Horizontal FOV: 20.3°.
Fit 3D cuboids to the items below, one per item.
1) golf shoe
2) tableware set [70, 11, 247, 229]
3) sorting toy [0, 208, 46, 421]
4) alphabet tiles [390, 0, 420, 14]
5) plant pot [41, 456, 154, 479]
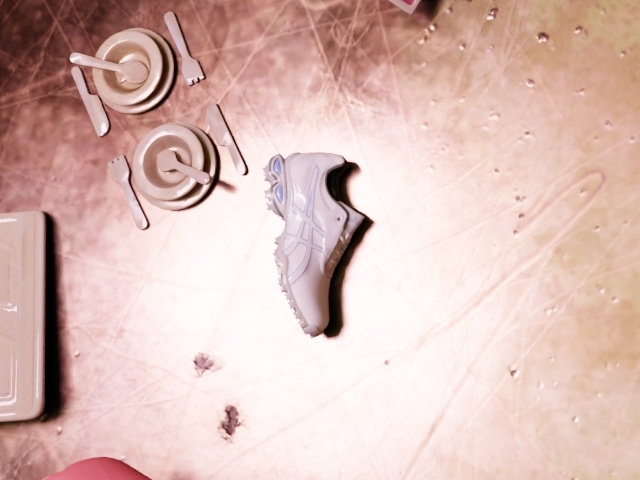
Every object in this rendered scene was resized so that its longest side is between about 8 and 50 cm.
[{"bbox_3d":[0.000,0.000,1.658,0.086,0.069,0.176,-11,81,12],"label":"golf shoe"},{"bbox_3d":[-0.168,-0.121,1.744,0.128,0.039,0.194,-29,75,14],"label":"tableware set"},{"bbox_3d":[-0.377,0.036,1.798,0.229,0.041,0.307,-6,73,14],"label":"sorting toy"},{"bbox_3d":[0.097,-0.337,1.629,0.198,0.009,0.237,30,94,-21],"label":"alphabet tiles"},{"bbox_3d":[-0.166,0.339,1.583,0.243,0.275,0.275,40,97,30],"label":"plant pot"}]
